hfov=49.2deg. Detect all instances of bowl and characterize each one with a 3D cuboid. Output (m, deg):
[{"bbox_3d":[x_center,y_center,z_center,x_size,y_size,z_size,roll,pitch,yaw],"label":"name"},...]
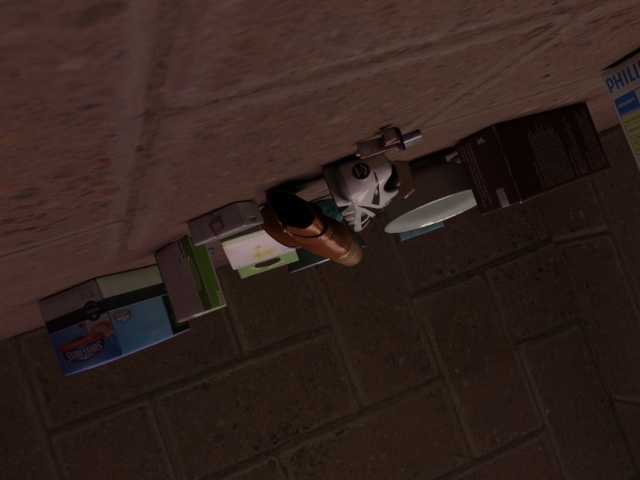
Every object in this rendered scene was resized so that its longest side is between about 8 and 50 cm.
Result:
[{"bbox_3d":[0.000,0.000,2.645,0.312,0.163,0.311,-20,179,-1],"label":"bowl"},{"bbox_3d":[0.289,-0.134,1.860,0.298,0.134,0.298,-19,169,-4],"label":"bowl"}]

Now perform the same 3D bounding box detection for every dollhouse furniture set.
[{"bbox_3d":[0.100,-0.117,1.136,0.081,0.114,0.091,-16,-178,16],"label":"dollhouse furniture set"}]

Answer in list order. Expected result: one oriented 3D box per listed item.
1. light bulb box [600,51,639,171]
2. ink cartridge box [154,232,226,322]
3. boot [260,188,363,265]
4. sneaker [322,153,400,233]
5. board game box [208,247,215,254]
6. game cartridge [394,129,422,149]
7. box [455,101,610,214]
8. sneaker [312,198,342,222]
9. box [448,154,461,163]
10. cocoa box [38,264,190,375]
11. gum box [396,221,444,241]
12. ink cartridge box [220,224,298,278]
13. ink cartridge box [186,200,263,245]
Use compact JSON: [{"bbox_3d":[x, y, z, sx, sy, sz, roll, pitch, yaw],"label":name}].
[{"bbox_3d":[0.717,-0.201,1.172,0.225,0.360,0.358,-21,178,-9],"label":"light bulb box"},{"bbox_3d":[-0.294,0.084,1.682,0.097,0.188,0.255,-17,177,-33],"label":"ink cartridge box"},{"bbox_3d":[-0.063,-0.042,1.435,0.109,0.283,0.220,-57,146,-1],"label":"boot"},{"bbox_3d":[0.099,-0.099,1.418,0.146,0.122,0.330,-23,174,3],"label":"sneaker"},{"bbox_3d":[-0.395,0.051,2.267,0.090,0.020,0.090,-19,179,-23],"label":"board game box"},{"bbox_3d":[0.160,-0.183,1.286,0.056,0.017,0.083,-16,179,11],"label":"game cartridge"},{"bbox_3d":[0.531,-0.206,1.731,0.382,0.191,0.143,-18,177,-37],"label":"box"},{"bbox_3d":[-0.068,-0.041,1.840,0.276,0.107,0.110,-19,169,-8],"label":"sneaker"},{"bbox_3d":[0.440,-0.248,2.041,0.094,0.027,0.137,-18,178,-7],"label":"box"},{"bbox_3d":[-0.593,0.224,2.055,0.232,0.227,0.347,-20,178,22],"label":"cocoa box"},{"bbox_3d":[0.302,-0.107,2.304,0.157,0.184,0.041,-19,178,-12],"label":"gum box"},{"bbox_3d":[-0.149,0.029,1.791,0.171,0.056,0.235,-17,142,-2],"label":"ink cartridge box"},{"bbox_3d":[-0.189,-0.036,1.399,0.123,0.052,0.088,-19,179,23],"label":"ink cartridge box"}]
